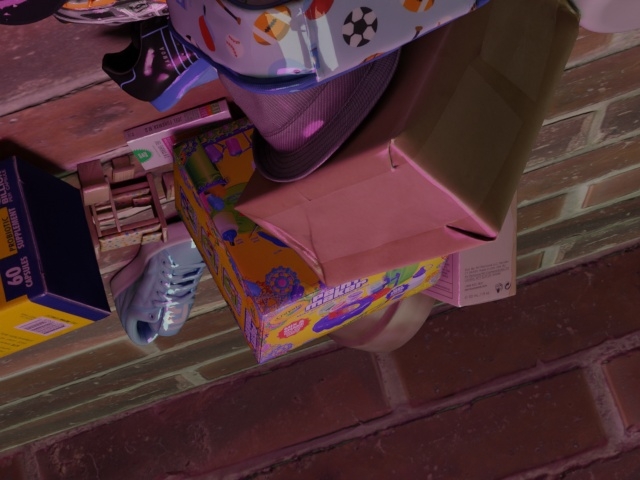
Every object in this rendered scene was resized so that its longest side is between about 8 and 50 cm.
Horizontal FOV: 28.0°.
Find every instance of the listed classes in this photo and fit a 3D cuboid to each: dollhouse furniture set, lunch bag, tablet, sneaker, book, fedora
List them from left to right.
[{"bbox_3d":[-0.179,-0.260,1.305,0.215,0.084,0.083,-4,164,-16],"label":"sneaker"},{"bbox_3d":[-0.249,-0.057,1.856,0.182,0.101,0.161,-15,164,-13],"label":"dollhouse furniture set"},{"bbox_3d":[-0.252,0.080,2.230,0.135,0.150,0.366,-10,162,-29],"label":"sneaker"},{"bbox_3d":[-0.188,-0.147,1.764,0.144,0.035,0.096,-18,160,2],"label":"book"},{"bbox_3d":[-0.146,-0.238,1.406,0.090,0.081,0.232,30,121,-28],"label":"sneaker"},{"bbox_3d":[-0.159,-0.212,1.611,0.054,0.006,0.083,-20,163,6],"label":"tablet"},{"bbox_3d":[-0.030,-0.202,1.419,0.124,0.275,0.244,36,114,-21],"label":"fedora"},{"bbox_3d":[0.009,-0.258,1.200,0.303,0.243,0.115,-26,126,-21],"label":"lunch bag"}]

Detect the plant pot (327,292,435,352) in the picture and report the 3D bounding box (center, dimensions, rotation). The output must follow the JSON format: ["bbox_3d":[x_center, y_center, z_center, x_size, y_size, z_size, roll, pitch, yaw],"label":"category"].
[{"bbox_3d":[0.000,0.000,2.049,0.280,0.323,0.323,13,150,-29],"label":"plant pot"}]

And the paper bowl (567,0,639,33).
[{"bbox_3d":[0.369,-0.347,1.492,0.284,0.148,0.284,-16,163,-5],"label":"paper bowl"}]

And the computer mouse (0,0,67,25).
[{"bbox_3d":[-0.282,-0.293,1.103,0.188,0.072,0.272,-15,152,-5],"label":"computer mouse"}]

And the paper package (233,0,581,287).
[{"bbox_3d":[0.100,-0.139,1.473,0.168,0.325,0.309,40,146,-23],"label":"paper package"}]

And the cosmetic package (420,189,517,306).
[{"bbox_3d":[0.195,-0.076,1.855,0.113,0.309,0.160,-9,-163,-30],"label":"cosmetic package"}]

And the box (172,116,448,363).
[{"bbox_3d":[-0.015,-0.032,1.768,0.290,0.279,0.177,-23,157,-16],"label":"box"}]

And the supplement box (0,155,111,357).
[{"bbox_3d":[-0.494,0.057,1.709,0.356,0.194,0.195,-21,164,11],"label":"supplement box"}]
